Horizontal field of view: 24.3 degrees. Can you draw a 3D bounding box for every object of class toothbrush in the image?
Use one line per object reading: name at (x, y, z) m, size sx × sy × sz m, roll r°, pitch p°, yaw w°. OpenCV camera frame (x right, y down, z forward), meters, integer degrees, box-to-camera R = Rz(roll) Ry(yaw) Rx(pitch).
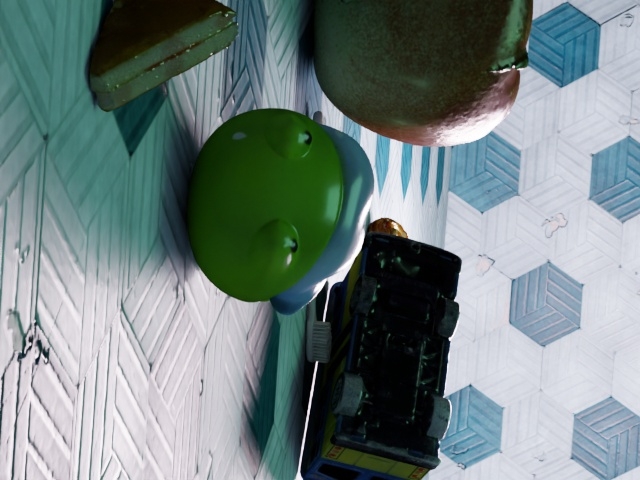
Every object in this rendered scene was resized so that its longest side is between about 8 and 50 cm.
toothbrush at (0.000, 0.000, 1.737) m, size 0.025 × 0.029 × 0.307 m, roll -42°, pitch 135°, yaw -66°

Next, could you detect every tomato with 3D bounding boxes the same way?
tomato at (0.111, -0.257, 1.676) m, size 0.303 × 0.239 × 0.304 m, roll -176°, pitch -90°, yaw -87°

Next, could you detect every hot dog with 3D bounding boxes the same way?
hot dog at (0.104, 0.034, 2.263) m, size 0.099 × 0.065 × 0.147 m, roll -89°, pitch 174°, yaw -52°

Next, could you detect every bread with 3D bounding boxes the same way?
bread at (-0.112, -0.133, 0.967) m, size 0.062 × 0.109 × 0.043 m, roll 49°, pitch -23°, yaw 31°

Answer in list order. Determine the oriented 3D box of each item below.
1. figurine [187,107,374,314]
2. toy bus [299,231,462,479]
figurine at (-0.040, -0.021, 1.222) m, size 0.263 × 0.143 × 0.162 m, roll 137°, pitch -34°, yaw -79°
toy bus at (0.077, 0.153, 1.803) m, size 0.175 × 0.138 × 0.288 m, roll 119°, pitch -16°, yaw -57°
